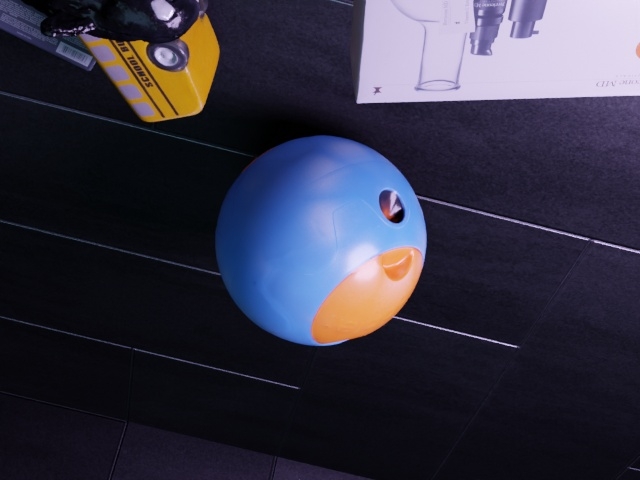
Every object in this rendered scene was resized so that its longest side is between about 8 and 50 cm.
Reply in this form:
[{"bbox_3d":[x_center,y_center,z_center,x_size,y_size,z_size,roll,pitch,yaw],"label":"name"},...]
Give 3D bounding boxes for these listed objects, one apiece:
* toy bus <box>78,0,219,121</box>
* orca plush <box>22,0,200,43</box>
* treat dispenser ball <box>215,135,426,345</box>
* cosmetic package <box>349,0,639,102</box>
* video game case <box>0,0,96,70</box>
[{"bbox_3d":[-0.231,-0.292,1.321,0.130,0.108,0.332,-5,141,25],"label":"toy bus"},{"bbox_3d":[-0.274,-0.268,1.181,0.287,0.102,0.151,30,142,-22],"label":"orca plush"},{"bbox_3d":[0.000,0.000,1.540,0.288,0.288,0.288,8,144,6],"label":"treat dispenser ball"},{"bbox_3d":[0.227,-0.277,1.196,0.377,0.097,0.284,-2,147,-3],"label":"cosmetic package"},{"bbox_3d":[-0.330,-0.337,1.399,0.196,0.026,0.274,25,141,-18],"label":"video game case"}]
